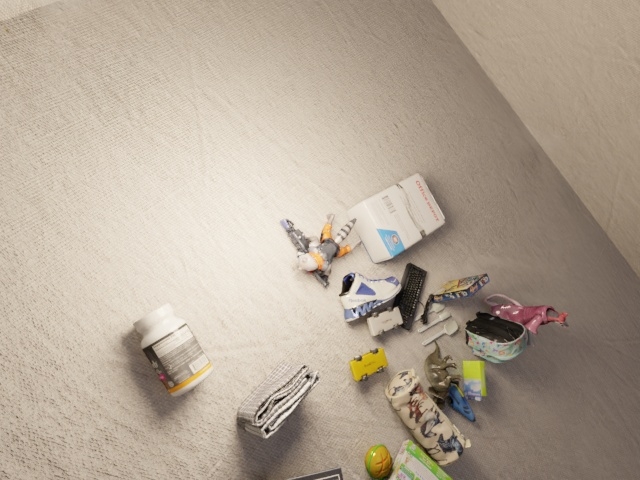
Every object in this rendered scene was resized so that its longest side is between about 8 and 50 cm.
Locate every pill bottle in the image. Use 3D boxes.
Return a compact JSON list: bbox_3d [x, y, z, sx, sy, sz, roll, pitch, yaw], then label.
[{"bbox_3d":[-0.493,0.361,1.379,0.162,0.162,0.278,-32,91,-31],"label":"pill bottle"}]

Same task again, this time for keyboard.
[{"bbox_3d":[0.456,0.280,1.977,0.201,0.033,0.317,30,64,-13],"label":"keyboard"}]

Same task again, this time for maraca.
[{"bbox_3d":[0.239,0.894,1.655,0.127,0.099,0.186,-52,128,-26],"label":"maraca"}]

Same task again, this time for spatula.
[{"bbox_3d":[0.556,0.402,2.006,0.242,0.019,0.168,-20,84,-31],"label":"spatula"}]

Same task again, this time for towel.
[{"bbox_3d":[-0.154,0.551,1.464,0.283,0.235,0.121,-40,90,-31],"label":"towel"}]

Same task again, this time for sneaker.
[{"bbox_3d":[0.653,0.771,1.936,0.082,0.069,0.209,-31,101,1],"label":"sneaker"},{"bbox_3d":[0.202,0.204,1.815,0.315,0.127,0.182,-27,91,-30],"label":"sneaker"}]

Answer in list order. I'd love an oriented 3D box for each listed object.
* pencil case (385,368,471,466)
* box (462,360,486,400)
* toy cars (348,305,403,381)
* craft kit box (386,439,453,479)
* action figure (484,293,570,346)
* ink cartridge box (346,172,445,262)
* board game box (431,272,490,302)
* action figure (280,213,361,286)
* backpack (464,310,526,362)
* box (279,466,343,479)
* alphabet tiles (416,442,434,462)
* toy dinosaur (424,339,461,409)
[{"bbox_3d":[0.448,0.746,1.760,0.183,0.160,0.410,-36,94,10],"label":"pencil case"},{"bbox_3d":[0.736,0.669,1.974,0.042,0.109,0.178,13,70,-26],"label":"box"},{"bbox_3d":[0.229,0.441,1.790,0.176,0.087,0.394,40,58,-18],"label":"toy cars"},{"bbox_3d":[0.394,0.992,1.661,0.250,0.061,0.246,43,48,4],"label":"craft kit box"},{"bbox_3d":[1.071,0.369,2.087,0.248,0.370,0.276,-22,88,-30],"label":"action figure"},{"bbox_3d":[0.364,-0.110,1.969,0.395,0.166,0.285,-28,90,-30],"label":"ink cartridge box"},{"bbox_3d":[0.668,0.231,1.987,0.165,0.243,0.042,-28,90,-31],"label":"board game box"},{"bbox_3d":[0.000,0.000,1.744,0.341,0.178,0.330,51,50,-9],"label":"action figure"},{"bbox_3d":[0.863,0.479,2.018,0.225,0.253,0.191,-25,108,-32],"label":"backpack"},{"bbox_3d":[-0.055,0.960,1.386,0.296,0.183,0.294,4,55,-27],"label":"box"},{"bbox_3d":[0.436,1.009,1.717,0.198,0.009,0.237,-26,72,-41],"label":"alphabet tiles"},{"bbox_3d":[0.540,0.601,1.881,0.160,0.121,0.314,-10,64,3],"label":"toy dinosaur"}]
